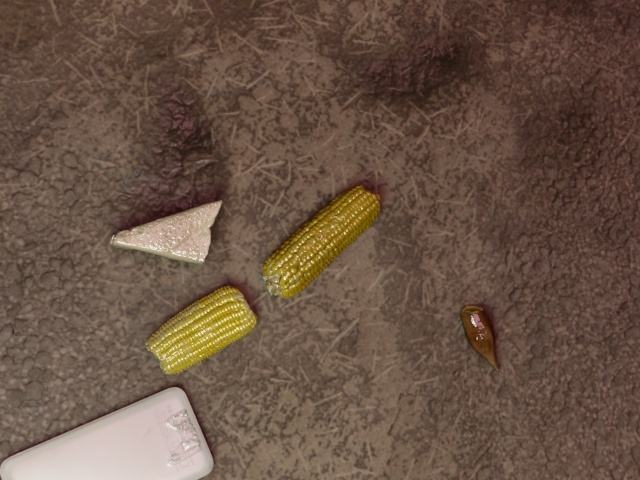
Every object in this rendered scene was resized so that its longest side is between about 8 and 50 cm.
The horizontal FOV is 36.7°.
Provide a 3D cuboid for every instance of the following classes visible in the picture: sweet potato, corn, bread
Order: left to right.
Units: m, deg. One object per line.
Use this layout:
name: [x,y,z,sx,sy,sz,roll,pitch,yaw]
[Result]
bread: [-0.234,-0.025,1.469,0.152,0.077,0.105,13,82,-13]
corn: [-0.180,0.137,1.463,0.165,0.063,0.085,-34,113,-14]
corn: [0.000,0.000,1.517,0.080,0.080,0.238,46,73,-1]
sweet potato: [0.265,0.160,1.563,0.049,0.049,0.117,-24,89,-15]

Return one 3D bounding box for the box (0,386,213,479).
box: [-0.309,0.330,1.409,0.285,0.044,0.142,-22,83,-15]
